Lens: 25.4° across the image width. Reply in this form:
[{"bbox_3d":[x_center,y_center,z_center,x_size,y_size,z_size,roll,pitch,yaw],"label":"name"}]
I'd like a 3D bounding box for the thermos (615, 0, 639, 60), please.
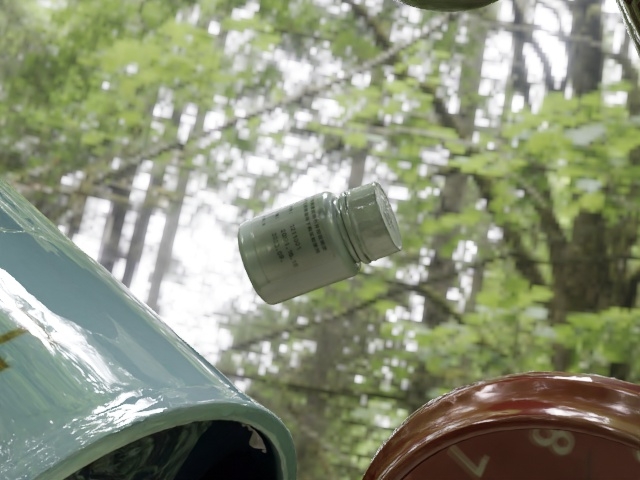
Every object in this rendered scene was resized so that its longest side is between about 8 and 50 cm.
[{"bbox_3d":[0.297,-0.072,0.969,0.109,0.330,0.136,-15,-42,7],"label":"thermos"}]

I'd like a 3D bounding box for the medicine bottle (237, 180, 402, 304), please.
[{"bbox_3d":[0.000,0.000,1.243,0.130,0.080,0.080,-20,-30,11],"label":"medicine bottle"}]

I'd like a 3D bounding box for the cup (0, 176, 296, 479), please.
[{"bbox_3d":[-0.228,0.115,0.697,0.311,0.331,0.256,41,13,29],"label":"cup"}]

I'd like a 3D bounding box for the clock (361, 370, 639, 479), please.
[{"bbox_3d":[0.164,0.227,0.891,0.318,0.319,0.080,-1,18,25],"label":"clock"}]

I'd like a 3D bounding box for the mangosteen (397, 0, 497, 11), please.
[{"bbox_3d":[0.087,-0.350,1.290,0.302,0.275,0.275,11,-20,23],"label":"mangosteen"}]
